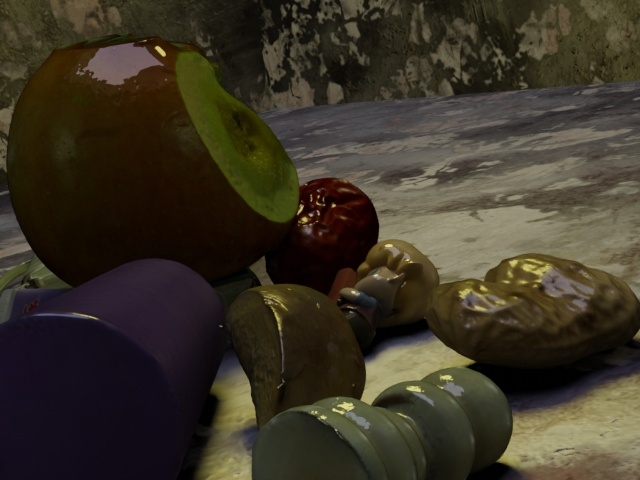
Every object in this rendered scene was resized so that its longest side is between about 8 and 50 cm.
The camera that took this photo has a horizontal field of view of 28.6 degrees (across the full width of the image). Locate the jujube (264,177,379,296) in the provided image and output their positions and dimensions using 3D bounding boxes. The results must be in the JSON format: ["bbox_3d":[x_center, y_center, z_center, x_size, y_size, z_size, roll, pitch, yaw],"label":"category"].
[{"bbox_3d":[0.000,0.000,1.824,0.155,0.155,0.230,-7,19,16],"label":"jujube"}]

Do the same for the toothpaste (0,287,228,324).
[{"bbox_3d":[-0.302,0.113,1.711,0.371,0.080,0.125,-5,55,26],"label":"toothpaste"}]

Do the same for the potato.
[{"bbox_3d":[-0.010,0.121,1.269,0.138,0.098,0.243,15,25,-23],"label":"potato"}]

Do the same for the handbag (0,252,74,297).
[{"bbox_3d":[-0.464,0.049,2.180,0.219,0.079,0.256,-22,12,-2],"label":"handbag"}]

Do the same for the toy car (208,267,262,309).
[{"bbox_3d":[-0.147,0.058,1.845,0.090,0.076,0.224,-15,13,-14],"label":"toy car"}]

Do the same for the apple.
[{"bbox_3d":[-0.224,-0.109,1.674,0.384,0.374,0.374,-9,11,-22],"label":"apple"}]

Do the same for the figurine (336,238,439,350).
[{"bbox_3d":[0.061,0.079,1.538,0.108,0.114,0.196,28,45,33],"label":"figurine"}]

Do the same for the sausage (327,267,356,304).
[{"bbox_3d":[0.024,0.077,1.665,0.030,0.035,0.147,-41,9,25],"label":"sausage"}]

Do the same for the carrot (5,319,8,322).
[{"bbox_3d":[-0.380,0.130,1.788,0.139,0.048,0.048,-3,14,17],"label":"carrot"}]

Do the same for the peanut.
[{"bbox_3d":[0.224,0.079,1.350,0.233,0.110,0.196,-18,19,-31],"label":"peanut"}]

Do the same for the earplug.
[{"bbox_3d":[-0.202,0.130,1.288,0.215,0.215,0.456,-9,8,7],"label":"earplug"}]

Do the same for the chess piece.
[{"bbox_3d":[0.070,0.175,1.050,0.133,0.133,0.243,1,9,42],"label":"chess piece"}]
